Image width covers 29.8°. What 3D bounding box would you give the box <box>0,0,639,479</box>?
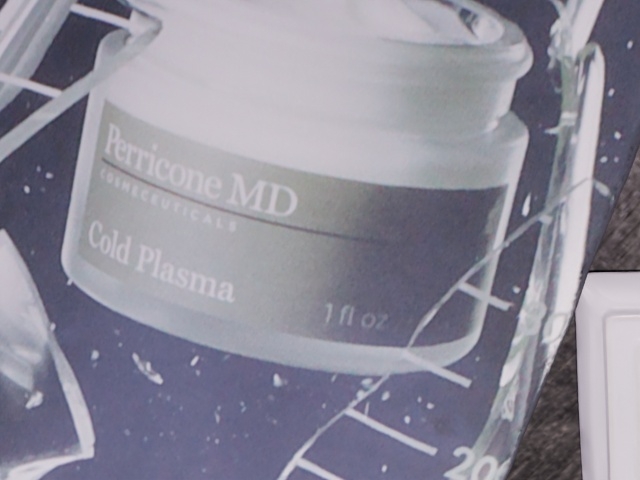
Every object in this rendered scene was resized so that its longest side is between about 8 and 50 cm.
[{"bbox_3d":[-0.114,-0.027,0.651,0.480,0.297,0.471,21,94,2],"label":"box"}]

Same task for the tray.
[{"bbox_3d":[0.302,0.145,1.060,0.145,0.030,0.270,-3,122,12],"label":"tray"}]
